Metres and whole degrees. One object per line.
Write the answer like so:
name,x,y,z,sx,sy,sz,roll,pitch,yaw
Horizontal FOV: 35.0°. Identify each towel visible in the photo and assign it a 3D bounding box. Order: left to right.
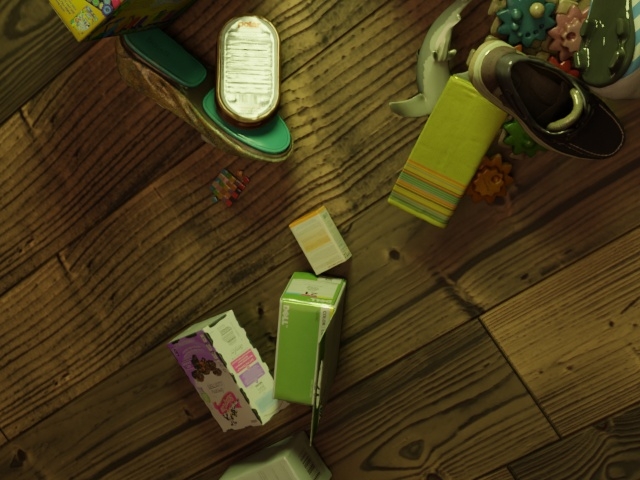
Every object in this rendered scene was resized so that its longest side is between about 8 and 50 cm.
towel,0.191,-0.129,1.527,0.102,0.021,0.237,25,124,0

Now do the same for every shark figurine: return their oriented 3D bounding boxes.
shark figurine,0.181,-0.285,1.521,0.166,0.116,0.278,0,120,-15

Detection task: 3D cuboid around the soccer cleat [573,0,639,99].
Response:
soccer cleat,0.439,-0.353,1.404,0.116,0.143,0.331,17,93,45

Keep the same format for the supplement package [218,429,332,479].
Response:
supplement package,-0.089,0.441,1.848,0.179,0.105,0.105,-29,97,25

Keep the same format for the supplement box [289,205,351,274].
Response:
supplement box,0.000,0.000,1.709,0.062,0.036,0.098,-26,97,25

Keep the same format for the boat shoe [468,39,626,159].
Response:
boat shoe,0.332,-0.184,1.427,0.285,0.092,0.103,29,99,-29

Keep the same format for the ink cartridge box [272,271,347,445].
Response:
ink cartridge box,-0.028,0.184,1.653,0.097,0.255,0.188,8,110,8

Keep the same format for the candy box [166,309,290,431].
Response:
candy box,-0.164,0.234,1.790,0.196,0.070,0.165,58,146,-4

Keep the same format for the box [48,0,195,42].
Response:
box,-0.244,-0.459,1.508,0.279,0.290,0.177,-34,93,25

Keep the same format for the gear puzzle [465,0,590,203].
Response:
gear puzzle,0.284,-0.198,1.495,0.175,0.044,0.339,14,118,-13

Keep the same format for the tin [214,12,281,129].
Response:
tin,-0.113,-0.270,1.608,0.106,0.040,0.189,2,76,-10

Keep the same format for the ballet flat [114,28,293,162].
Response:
ballet flat,-0.196,-0.226,1.674,0.348,0.123,0.123,37,116,4

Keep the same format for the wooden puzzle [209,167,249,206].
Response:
wooden puzzle,-0.161,-0.092,1.755,0.049,0.006,0.083,41,116,3
